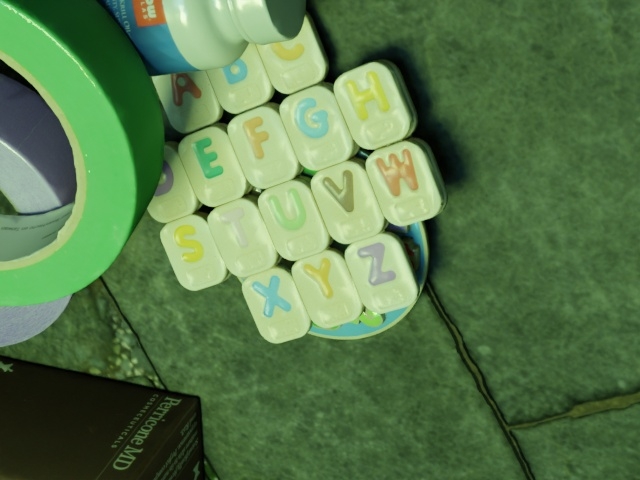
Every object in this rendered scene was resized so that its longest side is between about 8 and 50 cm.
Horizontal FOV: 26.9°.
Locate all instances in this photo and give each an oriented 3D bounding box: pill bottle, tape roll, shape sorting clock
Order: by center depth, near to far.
[{"bbox_3d":[-0.131,-0.199,1.111,0.221,0.124,0.124,-5,114,23],"label":"pill bottle"},{"bbox_3d":[-0.292,-0.092,1.112,0.321,0.077,0.321,8,127,11],"label":"tape roll"},{"bbox_3d":[0.000,0.000,1.214,0.206,0.040,0.206,9,119,17],"label":"shape sorting clock"},{"bbox_3d":[-0.347,-0.030,1.279,0.275,0.090,0.275,7,125,10],"label":"tape roll"}]

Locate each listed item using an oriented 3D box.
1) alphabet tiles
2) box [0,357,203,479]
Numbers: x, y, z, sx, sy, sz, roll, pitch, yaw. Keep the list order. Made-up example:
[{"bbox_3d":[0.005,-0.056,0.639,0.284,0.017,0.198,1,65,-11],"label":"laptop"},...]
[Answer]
[{"bbox_3d":[-0.034,-0.051,1.177,0.284,0.021,0.278,-18,98,30],"label":"alphabet tiles"},{"bbox_3d":[-0.331,0.228,1.375,0.381,0.191,0.143,10,119,16],"label":"box"}]
